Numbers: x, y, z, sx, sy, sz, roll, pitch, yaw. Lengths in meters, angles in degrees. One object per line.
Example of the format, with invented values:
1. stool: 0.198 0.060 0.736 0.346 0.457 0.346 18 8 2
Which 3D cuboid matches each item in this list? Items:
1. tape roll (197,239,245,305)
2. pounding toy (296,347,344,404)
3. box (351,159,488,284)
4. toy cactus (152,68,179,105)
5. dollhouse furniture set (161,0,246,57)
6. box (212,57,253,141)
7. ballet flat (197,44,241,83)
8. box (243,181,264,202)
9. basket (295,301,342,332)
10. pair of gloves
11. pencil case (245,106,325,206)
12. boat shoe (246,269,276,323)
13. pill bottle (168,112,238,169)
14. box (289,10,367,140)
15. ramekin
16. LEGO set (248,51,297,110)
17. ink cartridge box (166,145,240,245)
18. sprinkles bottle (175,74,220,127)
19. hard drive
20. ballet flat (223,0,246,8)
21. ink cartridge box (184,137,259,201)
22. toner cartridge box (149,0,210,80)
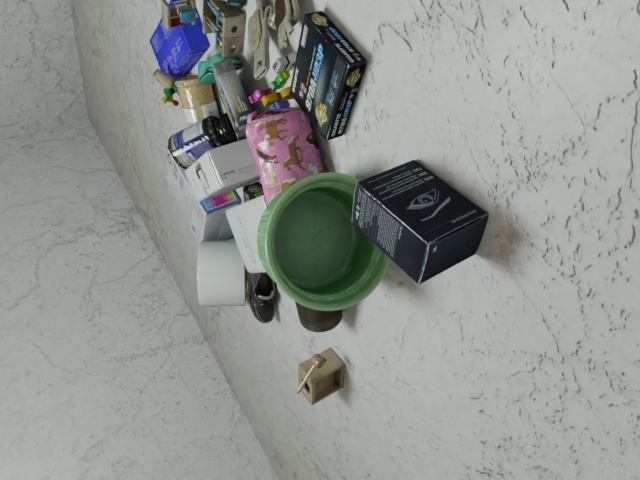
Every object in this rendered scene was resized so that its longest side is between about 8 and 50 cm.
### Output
1. tape roll: -0.360 0.123 2.065 0.246 0.169 0.246 180 90 -84
2. pounding toy: -0.022 0.415 1.760 0.094 0.181 0.206 43 145 39
3. box: 0.182 -0.041 1.053 0.207 0.153 0.108 47 148 36
4. toy cactus: -0.509 -0.525 1.947 0.219 0.112 0.180 14 166 48
5. dollhouse furniture set: -0.319 -0.580 1.515 0.129 0.183 0.129 53 151 25
6. box: -0.245 -0.392 1.594 0.231 0.056 0.183 169 78 -82
7. ballet flat: -0.310 -0.535 1.659 0.247 0.083 0.087 5 101 59
8. box: -0.172 -0.025 1.825 0.216 0.060 0.270 45 146 37
9. basket: -0.009 0.134 1.558 0.204 0.154 0.227 -126 23 -47
10. pair of gloves: -0.112 -0.519 1.306 0.240 0.042 0.204 -31 65 59
11. pencil case: -0.073 -0.147 1.414 0.160 0.167 0.386 0 111 32
12. boat shoe: -0.209 0.190 2.021 0.092 0.102 0.285 37 136 52
13. pill bottle: -0.362 -0.320 1.765 0.219 0.123 0.123 -21 93 19
14. box: 0.010 -0.360 1.231 0.175 0.051 0.220 55 152 22
15. ramekin: 0.000 0.000 1.274 0.148 0.303 0.304 7 117 68
16. LEGO set: -0.122 -0.375 1.416 0.087 0.093 0.227 65 153 4
17. ink cartridge box: -0.474 -0.204 2.141 0.395 0.151 0.270 55 151 20
18. sprinkles bottle: -0.389 -0.374 1.882 0.121 0.121 0.356 27 133 52
19. hard drive: -0.189 -0.014 1.747 0.353 0.047 0.233 -9 102 63
20. ballet flat: -0.271 -0.683 1.475 0.203 0.074 0.074 53 151 26
21. ink cartridge box: -0.274 -0.219 1.699 0.278 0.201 0.117 -11 101 63
22. toner cartridge box: -0.481 -0.664 1.872 0.347 0.075 0.165 -5 105 62
